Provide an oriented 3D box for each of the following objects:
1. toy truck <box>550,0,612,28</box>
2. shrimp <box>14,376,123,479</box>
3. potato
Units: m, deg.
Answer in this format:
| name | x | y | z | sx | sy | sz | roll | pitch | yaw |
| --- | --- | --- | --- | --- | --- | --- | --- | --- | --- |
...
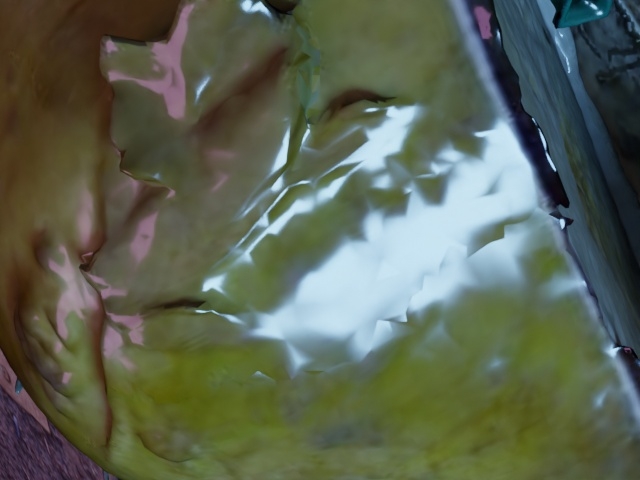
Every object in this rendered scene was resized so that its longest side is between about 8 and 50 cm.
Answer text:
| name | x | y | z | sx | sy | sz | roll | pitch | yaw |
| --- | --- | --- | --- | --- | --- | --- | --- | --- | --- |
| toy truck | 0.100 | -0.162 | 0.414 | 0.216 | 0.110 | 0.116 | 100 | 149 | -52 |
| shrimp | -0.069 | 0.055 | 0.861 | 0.137 | 0.172 | 0.372 | -95 | 20 | -48 |
| potato | 0.000 | 0.000 | 0.533 | 0.300 | 0.196 | 0.246 | 58 | -160 | -33 |
